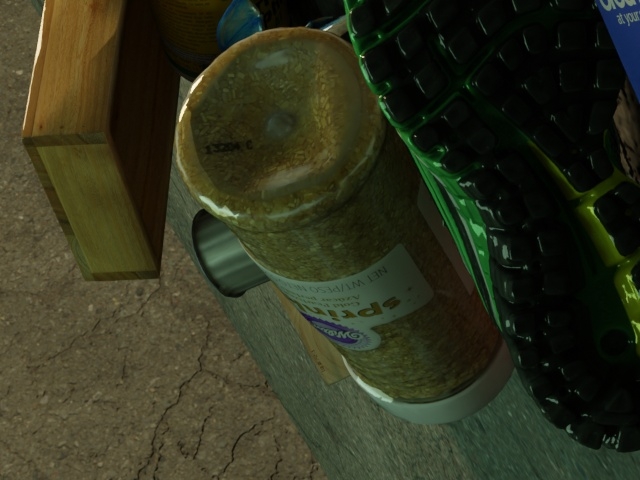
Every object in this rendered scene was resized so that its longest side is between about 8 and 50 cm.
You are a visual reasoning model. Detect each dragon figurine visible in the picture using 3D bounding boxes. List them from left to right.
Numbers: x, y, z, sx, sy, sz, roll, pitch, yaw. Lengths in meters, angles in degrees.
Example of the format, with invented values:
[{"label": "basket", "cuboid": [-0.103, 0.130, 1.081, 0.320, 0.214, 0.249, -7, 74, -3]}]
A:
[{"label": "dragon figurine", "cuboid": [-0.038, -0.135, 1.306, 0.289, 0.085, 0.144, 124, 153, -49]}]

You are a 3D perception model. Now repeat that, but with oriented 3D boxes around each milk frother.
[{"label": "milk frother", "cuboid": [-0.012, -0.009, 1.448, 0.143, 0.135, 0.129, 49, -148, -33]}]

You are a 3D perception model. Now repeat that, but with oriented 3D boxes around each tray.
[{"label": "tray", "cuboid": [-0.177, -0.191, 1.470, 0.203, 0.076, 0.411, 77, -168, -55]}]

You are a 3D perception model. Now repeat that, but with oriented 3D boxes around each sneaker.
[{"label": "sneaker", "cuboid": [0.095, -0.058, 0.895, 0.146, 0.134, 0.343, -129, 19, -77]}]

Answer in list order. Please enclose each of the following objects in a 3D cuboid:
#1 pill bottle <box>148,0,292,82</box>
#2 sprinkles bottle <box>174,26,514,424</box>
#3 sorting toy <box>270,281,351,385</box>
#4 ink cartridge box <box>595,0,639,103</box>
[{"label": "pill bottle", "cuboid": [-0.092, -0.232, 1.394, 0.117, 0.118, 0.208, 55, 167, 32]}, {"label": "sprinkles bottle", "cuboid": [0.029, 0.005, 1.035, 0.121, 0.121, 0.355, 55, -178, 30]}, {"label": "sorting toy", "cuboid": [0.000, 0.000, 1.624, 0.255, 0.089, 0.257, 61, 170, 4]}, {"label": "ink cartridge box", "cuboid": [0.181, -0.085, 0.674, 0.097, 0.046, 0.207, 65, 169, -9]}]
